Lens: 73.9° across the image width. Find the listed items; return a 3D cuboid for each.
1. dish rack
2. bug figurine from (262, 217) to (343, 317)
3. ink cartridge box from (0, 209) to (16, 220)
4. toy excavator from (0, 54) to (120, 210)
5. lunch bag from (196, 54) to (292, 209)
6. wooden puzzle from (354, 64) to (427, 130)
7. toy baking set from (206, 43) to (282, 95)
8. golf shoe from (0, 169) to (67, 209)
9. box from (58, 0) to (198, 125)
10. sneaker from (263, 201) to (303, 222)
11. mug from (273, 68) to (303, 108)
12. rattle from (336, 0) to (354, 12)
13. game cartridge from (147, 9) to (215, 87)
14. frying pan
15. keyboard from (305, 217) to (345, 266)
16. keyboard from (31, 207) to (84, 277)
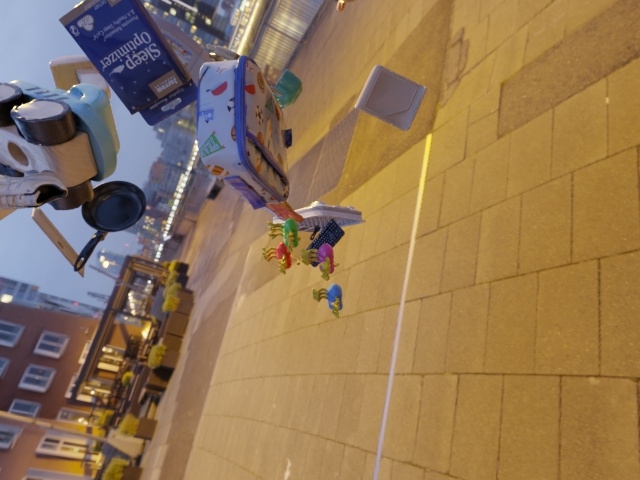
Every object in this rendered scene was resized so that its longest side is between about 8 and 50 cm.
[{"bbox_3d":[-0.015,-0.093,1.715,0.333,0.286,0.072,-9,80,47],"label":"dish rack"},{"bbox_3d":[-0.032,0.057,1.047,0.072,0.279,0.216,-36,-33,-29],"label":"bug figurine"},{"bbox_3d":[-1.275,-0.183,1.454,0.119,0.354,0.207,-52,4,47],"label":"ink cartridge box"},{"bbox_3d":[-0.624,-0.321,1.072,0.445,0.433,0.222,-51,-23,-46],"label":"toy excavator"},{"bbox_3d":[-0.140,-0.199,0.866,0.303,0.115,0.242,43,-139,-73],"label":"lunch bag"},{"bbox_3d":[0.285,-0.576,1.727,0.044,0.239,0.220,105,-171,-77],"label":"wooden puzzle"},{"bbox_3d":[-0.237,-0.535,1.337,0.030,0.256,0.197,-61,-24,3],"label":"toy baking set"},{"bbox_3d":[-0.573,-0.088,0.800,0.086,0.176,0.069,27,129,30],"label":"golf shoe"},{"bbox_3d":[-0.336,-0.329,0.774,0.137,0.225,0.036,-24,31,15],"label":"box"},{"bbox_3d":[-0.133,-0.113,1.443,0.067,0.175,0.064,-65,-9,23],"label":"sneaker"},{"bbox_3d":[-0.135,-0.604,1.727,0.129,0.097,0.158,-62,13,-16],"label":"mug"},{"bbox_3d":[0.028,-0.826,1.375,0.143,0.200,0.130,19,117,51],"label":"rattle"},{"bbox_3d":[-0.509,-0.613,1.397,0.198,0.297,0.062,-32,39,44],"label":"game cartridge"},{"bbox_3d":[-0.655,-0.050,1.349,0.053,0.198,0.325,106,157,-62],"label":"frying pan"},{"bbox_3d":[0.000,0.000,1.540,0.180,0.023,0.108,-49,63,19],"label":"keyboard"},{"bbox_3d":[-0.806,0.009,1.316,0.072,0.014,0.255,-117,8,-50],"label":"keyboard"}]
